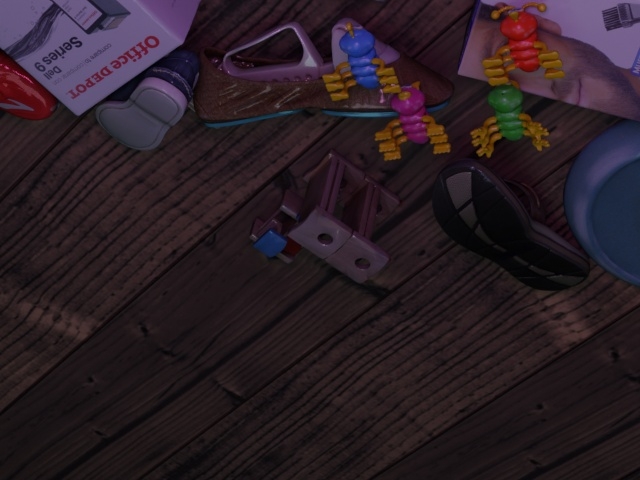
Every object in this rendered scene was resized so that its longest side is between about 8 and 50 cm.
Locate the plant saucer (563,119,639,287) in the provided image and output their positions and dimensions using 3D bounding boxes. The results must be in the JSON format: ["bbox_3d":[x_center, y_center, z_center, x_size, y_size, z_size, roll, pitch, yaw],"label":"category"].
[{"bbox_3d":[0.475,-0.036,2.240,0.317,0.044,0.318,7,134,7],"label":"plant saucer"}]

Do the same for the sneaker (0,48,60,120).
[{"bbox_3d":[-0.478,-0.219,2.250,0.279,0.118,0.107,26,133,-11],"label":"sneaker"}]

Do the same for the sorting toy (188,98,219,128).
[{"bbox_3d":[-0.128,-0.176,2.277,0.083,0.012,0.062,38,125,-16],"label":"sorting toy"}]

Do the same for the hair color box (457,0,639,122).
[{"bbox_3d":[0.349,-0.250,2.029,0.338,0.110,0.185,16,135,2],"label":"hair color box"}]

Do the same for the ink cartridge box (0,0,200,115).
[{"bbox_3d":[-0.319,-0.322,2.113,0.211,0.121,0.289,-29,120,34],"label":"ink cartridge box"}]

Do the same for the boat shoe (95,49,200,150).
[{"bbox_3d":[-0.222,-0.186,2.220,0.095,0.079,0.254,34,158,-10],"label":"boat shoe"}]

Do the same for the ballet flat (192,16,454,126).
[{"bbox_3d":[-0.006,-0.216,2.161,0.342,0.116,0.124,-1,114,20],"label":"ballet flat"}]

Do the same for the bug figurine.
[{"bbox_3d":[0.153,-0.187,2.019,0.279,0.072,0.216,-4,138,15],"label":"bug figurine"}]

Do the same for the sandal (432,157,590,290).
[{"bbox_3d":[0.251,-0.028,2.280,0.120,0.086,0.303,-14,145,35],"label":"sandal"}]

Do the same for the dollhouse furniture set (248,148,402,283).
[{"bbox_3d":[0.000,0.000,2.328,0.129,0.129,0.183,34,130,-18],"label":"dollhouse furniture set"}]
